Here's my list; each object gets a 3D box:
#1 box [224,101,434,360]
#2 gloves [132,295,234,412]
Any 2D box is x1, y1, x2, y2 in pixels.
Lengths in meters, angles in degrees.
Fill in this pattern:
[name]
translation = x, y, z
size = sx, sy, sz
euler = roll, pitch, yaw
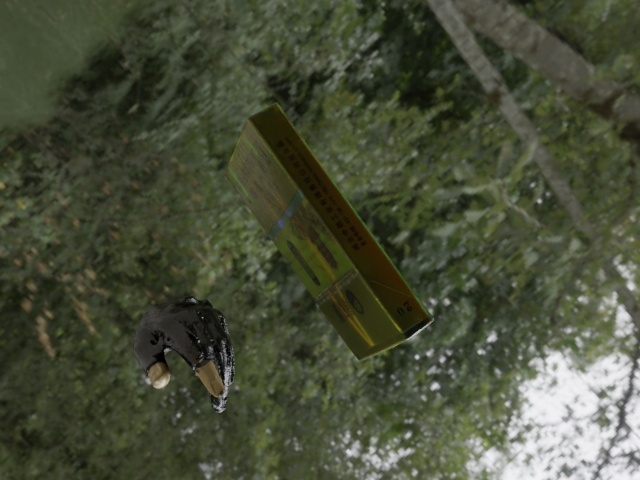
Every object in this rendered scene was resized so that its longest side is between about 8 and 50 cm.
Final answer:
[box]
translation = 0.000, 0.000, 0.667
size = 0.030, 0.193, 0.121
euler = -33, 175, -20
[gloves]
translation = -0.164, 0.145, 1.146
size = 0.181, 0.129, 0.106
euler = 28, -83, 49
